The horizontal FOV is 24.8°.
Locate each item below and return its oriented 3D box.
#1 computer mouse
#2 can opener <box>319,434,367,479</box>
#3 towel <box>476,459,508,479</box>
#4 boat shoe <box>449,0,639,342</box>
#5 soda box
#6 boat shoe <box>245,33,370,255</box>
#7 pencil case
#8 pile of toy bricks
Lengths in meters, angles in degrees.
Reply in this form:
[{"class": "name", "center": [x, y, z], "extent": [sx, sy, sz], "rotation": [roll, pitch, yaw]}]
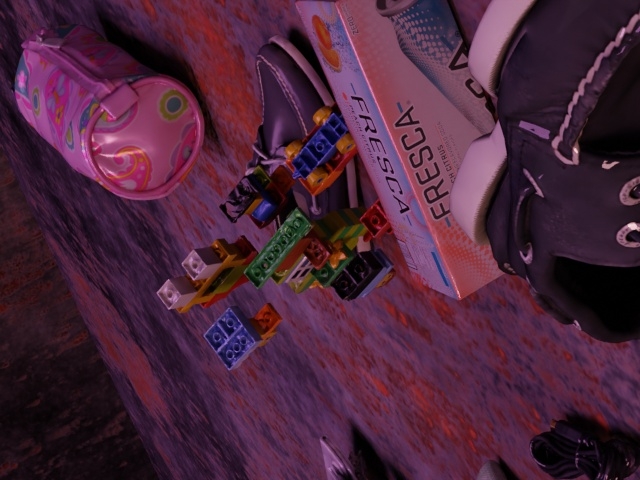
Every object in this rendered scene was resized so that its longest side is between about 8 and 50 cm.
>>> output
[{"class": "computer mouse", "center": [0.187, 0.200, 0.889], "extent": [0.193, 0.042, 0.106], "rotation": [64, 163, -12]}, {"class": "can opener", "center": [0.020, 0.285, 1.476], "extent": [0.074, 0.093, 0.280], "rotation": [52, 167, 31]}, {"class": "towel", "center": [0.155, 0.358, 1.031], "extent": [0.325, 0.038, 0.247], "rotation": [-111, 24, -45]}, {"class": "boat shoe", "center": [0.123, -0.034, 0.530], "extent": [0.113, 0.127, 0.340], "rotation": [55, 165, 14]}, {"class": "soda box", "center": [0.056, -0.062, 0.798], "extent": [0.058, 0.063, 0.183], "rotation": [23, 141, 64]}, {"class": "boat shoe", "center": [-0.017, -0.048, 1.039], "extent": [0.075, 0.065, 0.206], "rotation": [42, 156, 48]}, {"class": "pencil case", "center": [-0.210, -0.129, 1.388], "extent": [0.284, 0.124, 0.124], "rotation": [37, 152, 58]}, {"class": "pile of toy bricks", "center": [0.000, 0.000, 0.991], "extent": [0.212, 0.105, 0.118], "rotation": [-48, 70, 27]}]
